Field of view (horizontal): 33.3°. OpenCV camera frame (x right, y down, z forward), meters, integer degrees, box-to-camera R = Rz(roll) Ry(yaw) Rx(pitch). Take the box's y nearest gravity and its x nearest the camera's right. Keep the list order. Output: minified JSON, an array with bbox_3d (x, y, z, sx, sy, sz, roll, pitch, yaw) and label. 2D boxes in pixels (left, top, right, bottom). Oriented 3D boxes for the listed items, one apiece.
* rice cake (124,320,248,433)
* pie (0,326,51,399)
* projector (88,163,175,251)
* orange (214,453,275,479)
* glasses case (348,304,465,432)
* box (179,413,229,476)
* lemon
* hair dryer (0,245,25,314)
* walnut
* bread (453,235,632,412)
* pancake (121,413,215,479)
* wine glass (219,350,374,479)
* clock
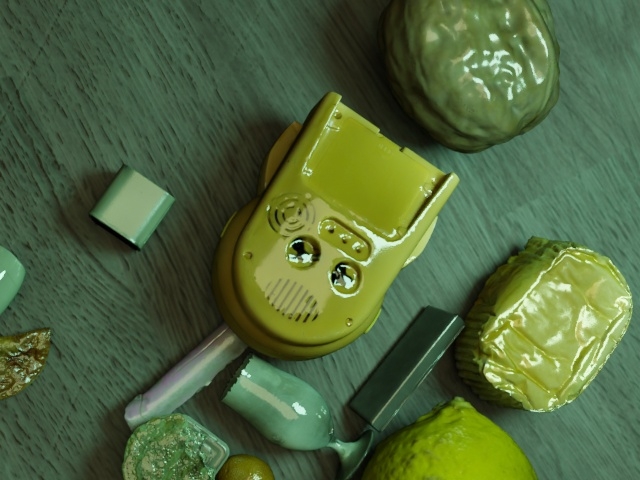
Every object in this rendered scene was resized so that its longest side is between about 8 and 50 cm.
[{"bbox_3d":[-0.154,0.161,1.437,0.270,0.049,0.055,-40,98,-12],"label":"rice cake"},{"bbox_3d":[-0.444,0.166,1.392,0.191,0.033,0.088,-5,81,-13],"label":"pie"},{"bbox_3d":[-0.250,-0.042,1.420,0.083,0.083,0.082,35,80,-5],"label":"projector"},{"bbox_3d":[-0.101,0.322,1.420,0.085,0.085,0.085,1,85,-10],"label":"orange"},{"bbox_3d":[0.120,0.175,1.474,0.042,0.072,0.191,44,79,-22],"label":"glasses case"},{"bbox_3d":[-0.188,0.297,1.413,0.089,0.062,0.122,37,79,-4],"label":"box"},{"bbox_3d":[0.165,0.357,1.378,0.253,0.253,0.311,5,84,-10],"label":"lemon"},{"bbox_3d":[-0.525,0.063,1.367,0.237,0.075,0.206,28,67,6],"label":"hair dryer"},{"bbox_3d":[0.203,-0.255,1.448,0.273,0.227,0.273,1,87,-13],"label":"walnut"},{"bbox_3d":[0.300,0.118,1.480,0.179,0.133,0.250,37,81,-6],"label":"bread"},{"bbox_3d":[-0.194,0.288,1.369,0.116,0.022,0.130,-17,88,-8],"label":"pancake"},{"bbox_3d":[-0.034,0.235,1.431,0.202,0.093,0.093,35,80,-8],"label":"wine glass"},{"bbox_3d":[0.000,0.000,1.393,0.244,0.200,0.317,34,73,-3],"label":"clock"}]
